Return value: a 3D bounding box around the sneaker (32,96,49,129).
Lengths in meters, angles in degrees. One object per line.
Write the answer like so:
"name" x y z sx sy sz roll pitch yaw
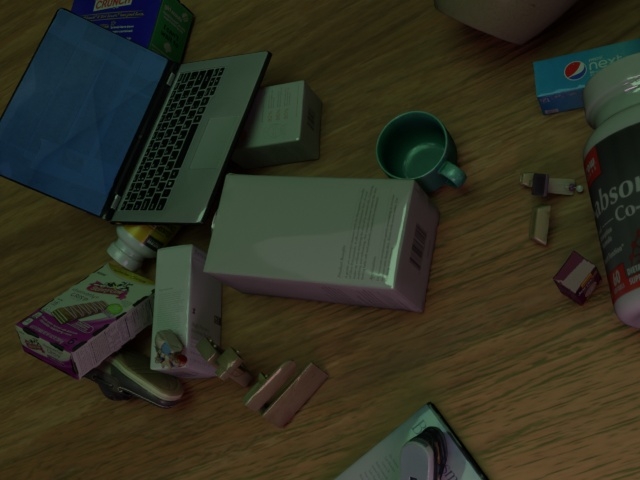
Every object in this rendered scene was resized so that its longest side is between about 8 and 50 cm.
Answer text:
"sneaker" -0.545 -0.174 1.632 0.102 0.161 0.282 0 112 27

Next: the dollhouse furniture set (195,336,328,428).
"dollhouse furniture set" -0.102 0.209 1.362 0.123 0.144 0.151 -47 44 -2

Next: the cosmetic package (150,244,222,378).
"cosmetic package" -0.245 0.134 1.461 0.085 0.117 0.231 -8 69 22

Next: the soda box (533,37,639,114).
"soda box" 0.464 -0.272 1.294 0.210 0.067 0.071 -9 67 23

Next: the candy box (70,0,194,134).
"candy box" -0.456 -0.391 1.757 0.268 0.122 0.317 5 75 28

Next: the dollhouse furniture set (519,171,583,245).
"dollhouse furniture set" 0.377 -0.051 1.289 0.081 0.091 0.114 4 96 -14

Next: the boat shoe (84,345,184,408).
"boat shoe" -0.374 0.259 1.491 0.285 0.103 0.092 22 95 31

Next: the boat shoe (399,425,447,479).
"boat shoe" 0.154 0.374 1.184 0.065 0.083 0.183 14 105 29

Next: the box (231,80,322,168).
"box" -0.093 -0.223 1.534 0.170 0.091 0.130 -5 70 24

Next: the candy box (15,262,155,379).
"candy box" -0.430 0.146 1.495 0.159 0.071 0.233 18 38 29

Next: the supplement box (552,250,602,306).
"supplement box" 0.392 0.059 1.195 0.043 0.083 0.055 38 91 32

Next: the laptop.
"laptop" -0.366 -0.249 1.493 0.408 0.236 0.382 2 65 38

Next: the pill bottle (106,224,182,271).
"pill bottle" -0.341 -0.030 1.576 0.103 0.103 0.184 38 91 32

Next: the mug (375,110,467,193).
"mug" 0.176 -0.135 1.366 0.129 0.097 0.158 -23 63 16

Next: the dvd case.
"dvd case" 0.129 0.401 1.231 0.253 0.022 0.180 -41 59 7

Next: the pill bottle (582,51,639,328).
"pill bottle" 0.494 -0.072 1.121 0.210 0.210 0.363 -13 65 21

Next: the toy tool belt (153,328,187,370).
"toy tool belt" -0.259 0.197 1.355 0.083 0.052 0.051 50 127 33

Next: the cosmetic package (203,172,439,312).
"cosmetic package" 0.000 0.000 1.368 0.365 0.155 0.197 5 73 28

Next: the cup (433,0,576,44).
"cup" 0.318 -0.473 1.328 0.331 0.331 0.237 36 116 32
